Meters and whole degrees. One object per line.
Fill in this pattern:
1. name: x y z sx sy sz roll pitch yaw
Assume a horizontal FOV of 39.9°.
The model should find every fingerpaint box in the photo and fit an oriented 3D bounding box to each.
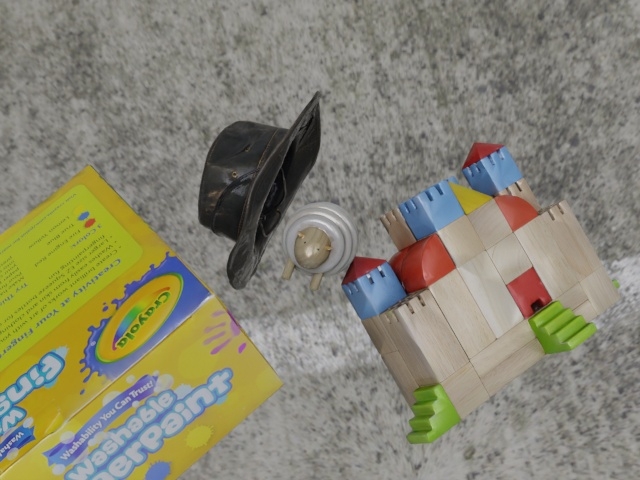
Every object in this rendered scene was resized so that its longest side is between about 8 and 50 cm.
1. fingerpaint box: -0.323 0.169 0.960 0.445 0.163 0.371 -41 40 -11

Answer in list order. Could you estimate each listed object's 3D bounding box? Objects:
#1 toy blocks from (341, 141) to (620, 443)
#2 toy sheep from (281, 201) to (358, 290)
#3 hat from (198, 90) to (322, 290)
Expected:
1. toy blocks: 0.182 0.034 1.078 0.381 0.191 0.261 -30 90 -27
2. toy sheep: 0.000 0.000 0.955 0.091 0.132 0.091 3 107 9
3. hat: -0.113 -0.097 1.369 0.134 0.331 0.331 23 78 8
